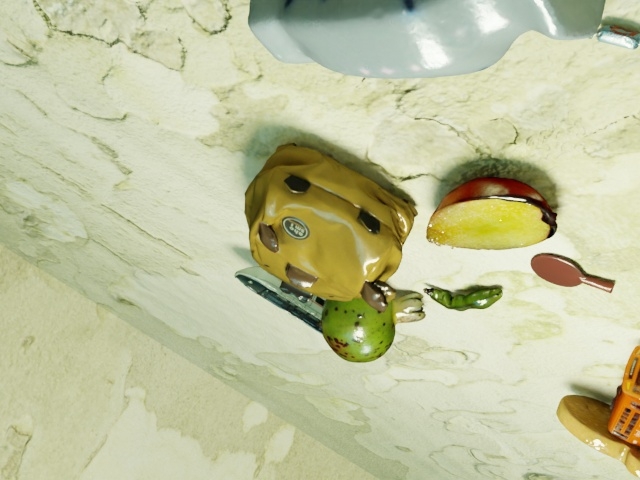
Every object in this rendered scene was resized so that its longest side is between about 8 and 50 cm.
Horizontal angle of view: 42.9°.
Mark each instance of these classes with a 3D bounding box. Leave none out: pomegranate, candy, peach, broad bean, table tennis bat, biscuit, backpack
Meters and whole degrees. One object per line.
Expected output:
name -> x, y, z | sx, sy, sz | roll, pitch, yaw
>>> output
pomegranate -> 0.116, 0.174, 1.856 | 0.248, 0.202, 0.202 | -8, 148, 4
candy -> 0.368, -0.247, 0.997 | 0.083, 0.020, 0.030 | 18, 150, 19
peach -> 0.288, -0.045, 1.399 | 0.189, 0.068, 0.279 | 32, 153, -30
broad bean -> 0.307, 0.126, 1.724 | 0.195, 0.046, 0.061 | 1, 147, 45
table tennis bat -> 0.461, 0.065, 1.498 | 0.155, 0.019, 0.098 | 18, 153, 22
biscuit -> 0.691, 0.452, 1.797 | 0.355, 0.052, 0.275 | 25, -163, 20
backpack -> 0.005, -0.004, 1.585 | 0.353, 0.201, 0.378 | 28, 152, 6

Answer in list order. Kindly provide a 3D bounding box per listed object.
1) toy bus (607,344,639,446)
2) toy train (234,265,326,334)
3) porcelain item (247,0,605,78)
toy bus -> 0.670, 0.308, 1.619 | 0.153, 0.143, 0.329 | 20, 156, 19
toy train -> -0.025, 0.157, 2.038 | 0.407, 0.088, 0.086 | 33, 152, -13
porcelain item -> 0.106, -0.295, 0.908 | 0.405, 0.242, 0.178 | 6, 171, 45
